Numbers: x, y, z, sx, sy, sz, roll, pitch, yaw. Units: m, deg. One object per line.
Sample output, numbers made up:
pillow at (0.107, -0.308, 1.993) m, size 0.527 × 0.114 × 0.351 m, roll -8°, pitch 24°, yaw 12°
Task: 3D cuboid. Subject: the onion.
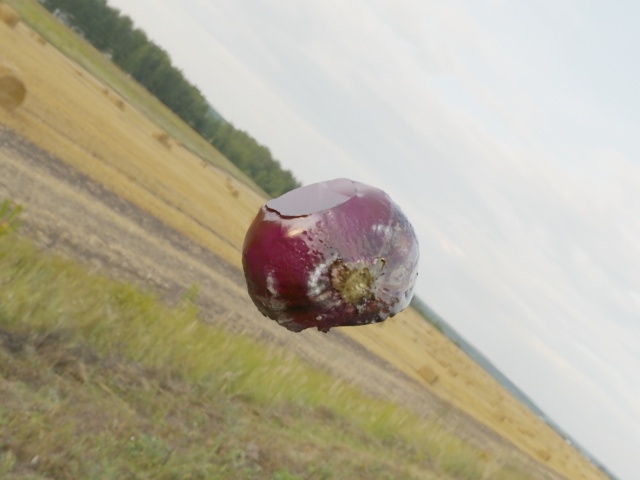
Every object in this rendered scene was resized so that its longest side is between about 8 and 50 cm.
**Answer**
onion at (0.000, 0.000, 0.862) m, size 0.218 × 0.195 × 0.140 m, roll -135°, pitch -146°, yaw -60°
